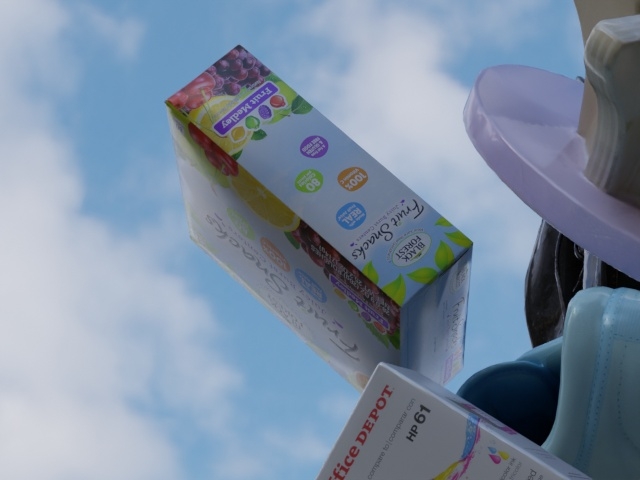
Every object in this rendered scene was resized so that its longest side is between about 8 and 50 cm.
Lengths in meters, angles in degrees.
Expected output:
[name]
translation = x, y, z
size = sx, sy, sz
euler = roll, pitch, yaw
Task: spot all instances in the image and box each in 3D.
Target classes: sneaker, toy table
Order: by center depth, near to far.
[sneaker]
translation = 0.142, 0.133, 1.151
size = 0.150, 0.135, 0.366
euler = 25, -41, -1
[toy table]
translation = 0.232, -0.089, 1.256
size = 0.274, 0.252, 0.161
euler = 35, -56, 20

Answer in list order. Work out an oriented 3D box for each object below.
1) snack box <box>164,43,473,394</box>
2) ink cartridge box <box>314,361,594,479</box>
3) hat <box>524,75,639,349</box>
[snack box]
translation = 0.000, 0.000, 1.194
size = 0.207, 0.070, 0.174
euler = 43, -20, 21
[ink cartridge box]
translation = 0.064, 0.129, 0.939
size = 0.122, 0.088, 0.052
euler = 31, 5, 29
[hat]
translation = 0.264, 0.027, 1.596
size = 0.134, 0.331, 0.331
euler = 2, -41, -4
